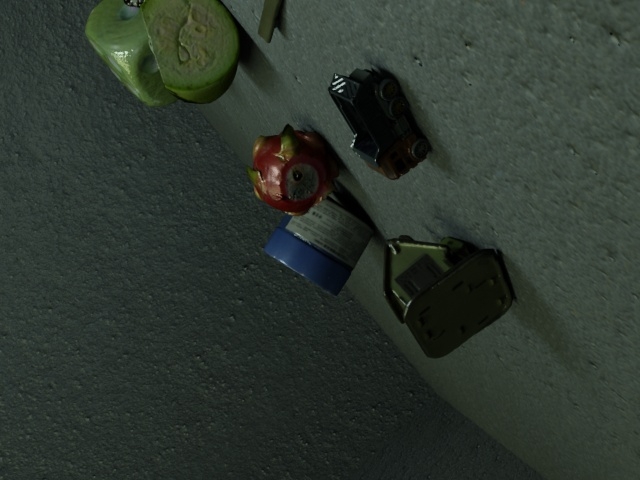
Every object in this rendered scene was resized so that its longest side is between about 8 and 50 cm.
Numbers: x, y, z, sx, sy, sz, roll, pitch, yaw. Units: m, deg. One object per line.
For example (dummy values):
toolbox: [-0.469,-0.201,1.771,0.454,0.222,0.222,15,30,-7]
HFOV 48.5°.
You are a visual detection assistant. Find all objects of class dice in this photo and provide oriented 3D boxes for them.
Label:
dice: [-0.475,-0.549,1.981,0.252,0.254,0.250,44,172,29]

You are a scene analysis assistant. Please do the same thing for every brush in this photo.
brush: [-0.084,-0.407,1.265,0.034,0.027,0.190,45,166,0]

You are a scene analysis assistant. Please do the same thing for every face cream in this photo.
face cream: [0.000,0.000,1.985,0.249,0.225,0.249,33,178,2]

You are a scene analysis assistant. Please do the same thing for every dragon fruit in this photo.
dragon fruit: [-0.071,-0.175,1.755,0.224,0.224,0.227,53,174,-34]

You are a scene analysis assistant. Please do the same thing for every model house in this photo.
model house: [0.195,0.045,1.363,0.279,0.204,0.218,53,177,41]

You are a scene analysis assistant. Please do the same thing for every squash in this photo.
squash: [-0.302,-0.443,1.686,0.309,0.210,0.234,178,73,-76]

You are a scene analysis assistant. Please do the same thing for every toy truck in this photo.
toy truck: [0.088,-0.182,1.109,0.083,0.092,0.192,39,169,51]

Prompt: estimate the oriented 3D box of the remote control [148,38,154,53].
remote control: [-0.365,-0.522,1.726,0.310,0.038,0.090,-90,-22,-49]

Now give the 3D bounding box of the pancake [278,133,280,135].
pancake: [-0.039,-0.193,2.030,0.212,0.056,0.257,42,171,43]

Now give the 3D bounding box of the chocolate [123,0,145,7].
chocolate: [-0.403,-0.637,1.689,0.156,0.156,0.133,44,146,33]
